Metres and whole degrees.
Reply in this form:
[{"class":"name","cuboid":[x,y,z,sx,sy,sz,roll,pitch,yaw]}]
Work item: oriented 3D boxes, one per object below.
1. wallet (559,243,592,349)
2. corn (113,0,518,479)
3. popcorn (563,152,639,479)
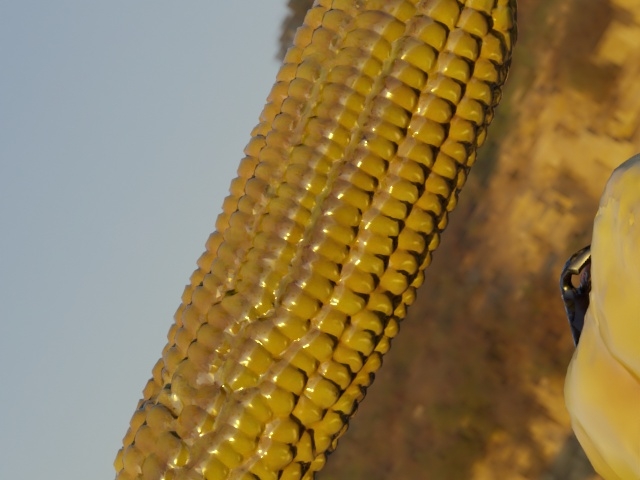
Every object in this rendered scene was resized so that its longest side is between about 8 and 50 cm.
[{"class":"wallet","cuboid":[0.219,0.144,0.989,0.071,0.221,0.262,-29,-39,20]},{"class":"corn","cuboid":[0.000,0.000,0.945,0.120,0.120,0.363,61,-126,-83]},{"class":"popcorn","cuboid":[0.169,0.103,0.373,0.265,0.332,0.225,-47,22,1]}]
